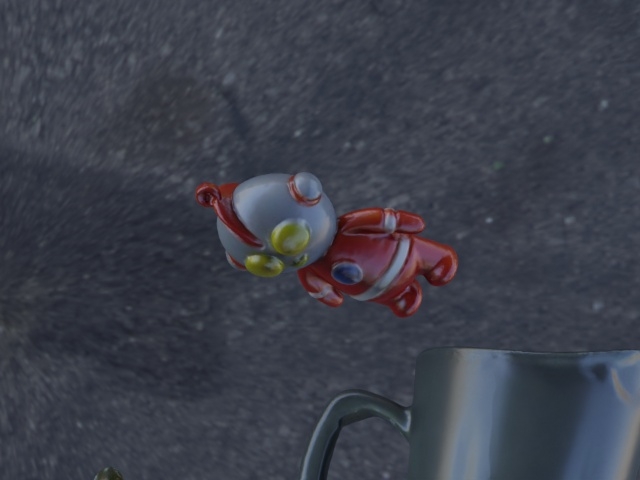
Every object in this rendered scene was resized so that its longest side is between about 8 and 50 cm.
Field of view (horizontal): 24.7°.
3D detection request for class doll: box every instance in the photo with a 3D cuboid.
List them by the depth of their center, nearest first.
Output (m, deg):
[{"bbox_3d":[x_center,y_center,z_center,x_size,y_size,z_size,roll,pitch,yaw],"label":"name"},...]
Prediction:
[{"bbox_3d":[0.000,0.000,1.263,0.245,0.142,0.076,21,43,-29],"label":"doll"}]

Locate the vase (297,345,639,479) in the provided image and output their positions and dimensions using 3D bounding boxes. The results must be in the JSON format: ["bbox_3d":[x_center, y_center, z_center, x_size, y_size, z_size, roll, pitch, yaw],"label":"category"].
[{"bbox_3d":[0.100,0.209,0.923,0.251,0.156,0.300,11,76,7],"label":"vase"}]

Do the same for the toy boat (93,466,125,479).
[{"bbox_3d":[-0.121,0.256,1.184,0.075,0.077,0.185,-38,124,6],"label":"toy boat"}]
